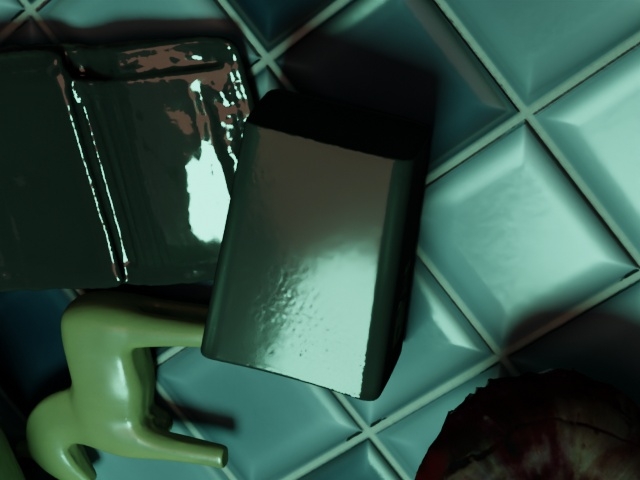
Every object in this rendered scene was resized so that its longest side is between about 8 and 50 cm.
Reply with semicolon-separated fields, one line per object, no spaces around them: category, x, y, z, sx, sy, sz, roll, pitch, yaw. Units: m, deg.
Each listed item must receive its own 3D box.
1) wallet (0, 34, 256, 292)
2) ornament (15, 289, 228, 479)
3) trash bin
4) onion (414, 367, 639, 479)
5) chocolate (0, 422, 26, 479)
wallet;-0.194;-0.070;1.738;0.323;0.041;0.247;-5;113;21
ornament;-0.198;0.154;1.843;0.245;0.061;0.230;7;120;21
trash bin;0.000;0.000;1.638;0.165;0.115;0.225;14;116;10
onion;0.186;0.237;1.626;0.252;0.219;0.252;0;91;-10
chocolate;-0.428;0.329;1.869;0.314;0.326;0.297;-163;55;-70
